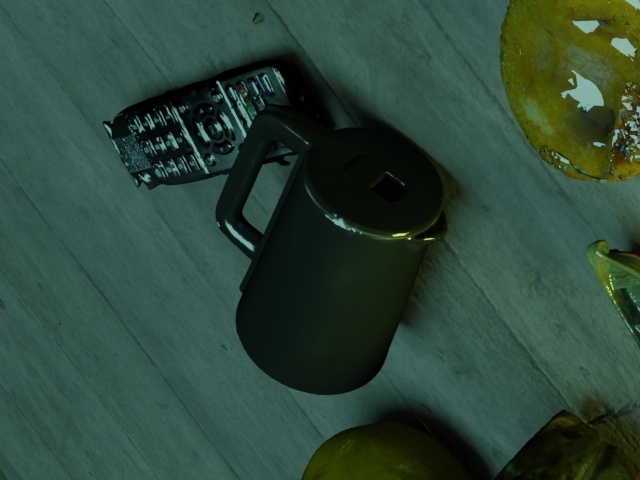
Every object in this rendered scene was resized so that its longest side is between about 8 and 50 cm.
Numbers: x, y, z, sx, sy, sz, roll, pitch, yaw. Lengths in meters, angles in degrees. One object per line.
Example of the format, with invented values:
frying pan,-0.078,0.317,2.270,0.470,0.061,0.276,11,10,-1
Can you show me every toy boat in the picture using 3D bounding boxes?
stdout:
toy boat,0.360,0.068,1.994,0.089,0.071,0.185,-20,105,52

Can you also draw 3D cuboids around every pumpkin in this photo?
pumpkin,0.290,0.381,2.183,0.225,0.256,0.303,32,155,22

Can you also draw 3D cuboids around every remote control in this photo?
remote control,-0.139,-0.147,2.374,0.399,0.062,0.144,-11,112,50

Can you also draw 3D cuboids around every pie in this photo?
pie,0.288,-0.176,1.870,0.273,0.069,0.273,30,140,29

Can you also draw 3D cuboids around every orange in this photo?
orange,0.086,0.381,2.423,0.279,0.235,0.279,23,127,34

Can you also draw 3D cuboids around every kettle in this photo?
kettle,0.014,-0.001,2.240,0.262,0.203,0.308,62,149,32
